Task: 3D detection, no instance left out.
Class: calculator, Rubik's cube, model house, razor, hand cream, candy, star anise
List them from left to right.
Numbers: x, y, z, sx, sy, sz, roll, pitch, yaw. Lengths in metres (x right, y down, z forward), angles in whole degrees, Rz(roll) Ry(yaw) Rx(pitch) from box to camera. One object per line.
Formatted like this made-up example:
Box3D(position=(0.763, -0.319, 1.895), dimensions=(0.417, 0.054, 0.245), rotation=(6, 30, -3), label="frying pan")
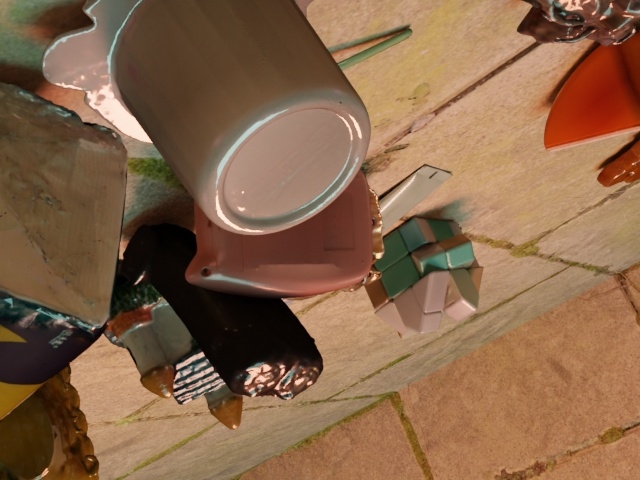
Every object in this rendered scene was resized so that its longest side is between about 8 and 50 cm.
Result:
Box3D(position=(-0.234, 0.203, 1.545), dimensions=(0.184, 0.291, 0.253), rotation=(-30, 163, -10), label="model house")
Box3D(position=(-0.142, 0.093, 1.316), dimensions=(0.189, 0.327, 0.107), rotation=(15, 112, -54), label="razor")
Box3D(position=(-0.041, -0.030, 1.278), dimensions=(0.329, 0.220, 0.048), rotation=(-1, 173, -39), label="calculator")
Box3D(position=(-0.030, -0.186, 1.119), dimensions=(0.335, 0.092, 0.093), rotation=(-29, 131, -10), label="candy")
Box3D(position=(0.102, -0.030, 1.690), dimensions=(0.320, 0.067, 0.109), rotation=(-39, 155, 25), label="hand cream")
Box3D(position=(0.230, 0.082, 1.875), dimensions=(0.265, 0.213, 0.224), rotation=(-37, 156, 32), label="Rubik's cube")
Box3D(position=(0.384, -0.335, 1.113), dimensions=(0.331, 0.118, 0.332), rotation=(-18, 164, -5), label="star anise")

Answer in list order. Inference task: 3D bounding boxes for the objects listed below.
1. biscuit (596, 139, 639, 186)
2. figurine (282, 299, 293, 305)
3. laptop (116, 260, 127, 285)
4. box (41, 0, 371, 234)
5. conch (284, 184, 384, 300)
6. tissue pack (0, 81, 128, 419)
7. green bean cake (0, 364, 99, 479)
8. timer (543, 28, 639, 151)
Box3D(position=(0.751, -0.199, 1.989), dimensions=(0.284, 0.043, 0.306), rotation=(-36, 159, 28), label="biscuit")
Box3D(position=(-0.083, 0.096, 1.774), dimensions=(0.114, 0.079, 0.114), rotation=(-16, 177, -1), label="figurine")
Box3D(position=(-0.385, 0.079, 1.470), dimensions=(0.180, 0.016, 0.129), rotation=(-35, 158, 27), label="laptop")
Box3D(position=(-0.091, -0.134, 0.876), dimensions=(0.291, 0.206, 0.262), rotation=(-10, 138, -35), label="box")
Box3D(position=(-0.016, -0.002, 1.453), dimensions=(0.158, 0.210, 0.291), rotation=(5, 169, 28), label="conch")
Box3D(position=(-0.405, 0.047, 0.944), dimensions=(0.253, 0.264, 0.416), rotation=(24, 132, -34), label="tissue pack")
Box3D(position=(-0.541, 0.359, 1.580), dimensions=(0.284, 0.310, 0.202), rotation=(-17, 162, -25), label="green bean cake")
Box3D(position=(0.520, -0.230, 1.489), dimensions=(0.257, 0.161, 0.250), rotation=(-15, 167, -23), label="timer")
